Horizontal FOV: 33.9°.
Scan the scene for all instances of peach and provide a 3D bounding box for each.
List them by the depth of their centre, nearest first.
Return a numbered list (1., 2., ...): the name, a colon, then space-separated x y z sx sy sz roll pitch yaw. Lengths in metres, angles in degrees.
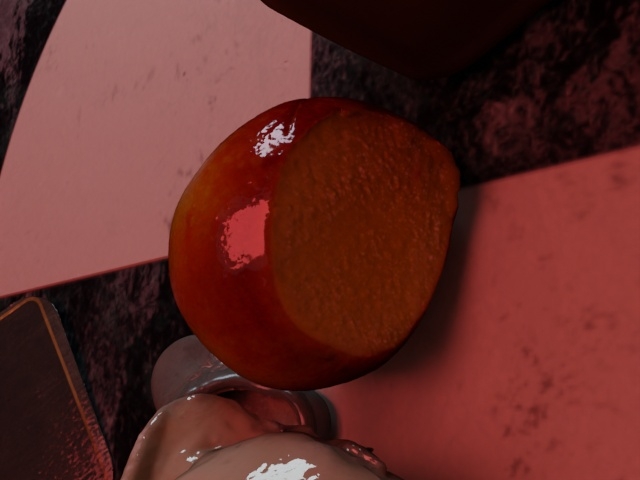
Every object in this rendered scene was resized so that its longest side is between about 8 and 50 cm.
1. peach: 0.000 0.000 0.695 0.192 0.190 0.190 -35 56 27

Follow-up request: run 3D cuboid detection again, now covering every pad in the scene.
1. pad: -0.399 0.199 0.998 0.375 0.063 0.315 -34 58 7

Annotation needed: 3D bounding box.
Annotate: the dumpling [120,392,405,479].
1. dumpling: -0.008 0.234 0.594 0.318 0.187 0.243 27 55 29

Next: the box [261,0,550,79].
1. box: 0.088 -0.299 0.662 0.339 0.239 0.229 -39 57 29

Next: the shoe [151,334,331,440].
1. shoe: -0.079 0.121 0.806 0.195 0.078 0.079 18 91 41
